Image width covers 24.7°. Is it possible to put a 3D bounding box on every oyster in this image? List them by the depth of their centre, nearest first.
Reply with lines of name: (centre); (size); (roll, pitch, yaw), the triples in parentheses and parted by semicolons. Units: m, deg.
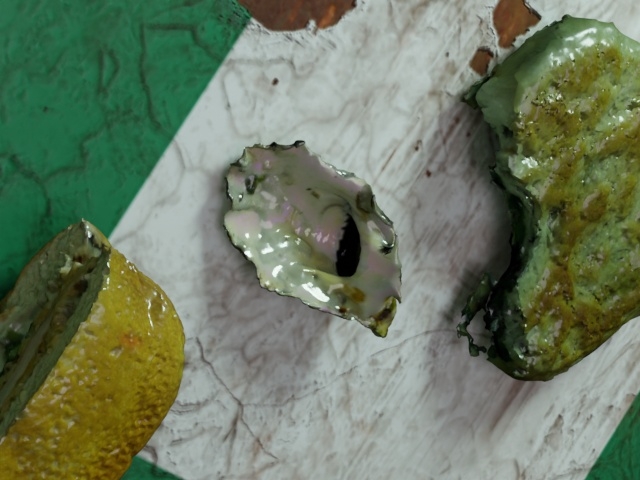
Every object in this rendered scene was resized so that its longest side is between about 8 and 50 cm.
oyster: (0.001, -0.009, 1.297); (0.209, 0.072, 0.133); (26, 98, -15)

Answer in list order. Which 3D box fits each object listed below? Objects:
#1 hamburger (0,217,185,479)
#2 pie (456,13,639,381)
hamburger: (-0.214, 0.134, 1.164); (0.156, 0.144, 0.283); (35, 87, -45)
pie: (0.263, -0.042, 1.438); (0.296, 0.078, 0.371); (-12, 113, -28)
